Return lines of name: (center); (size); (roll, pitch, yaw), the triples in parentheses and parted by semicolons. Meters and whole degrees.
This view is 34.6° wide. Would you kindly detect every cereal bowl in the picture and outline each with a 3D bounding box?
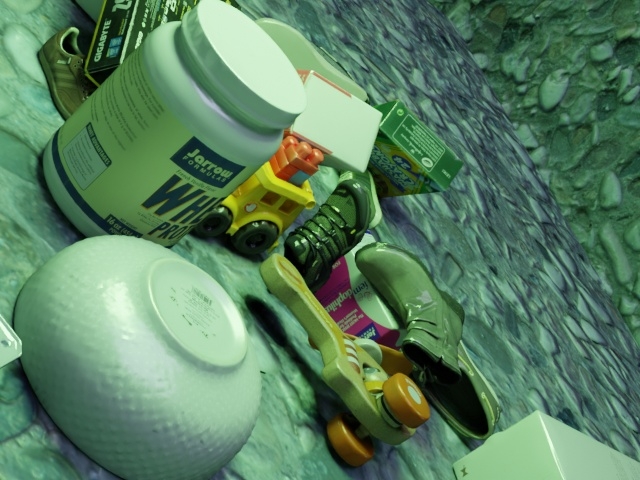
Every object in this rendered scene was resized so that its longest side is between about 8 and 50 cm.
cereal bowl: (-0.195, 0.125, 1.266); (0.339, 0.141, 0.339); (38, 27, -24)

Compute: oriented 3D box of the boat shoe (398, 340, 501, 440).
boat shoe: (0.222, 0.234, 1.875); (0.305, 0.109, 0.091); (51, 19, -8)

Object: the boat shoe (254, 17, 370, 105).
boat shoe: (-0.046, -0.399, 2.348); (0.340, 0.127, 0.158); (37, 12, -29)

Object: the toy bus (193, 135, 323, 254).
toy bus: (-0.110, -0.102, 1.660); (0.220, 0.211, 0.149); (23, 37, -44)

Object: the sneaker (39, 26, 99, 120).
sneaker: (-0.373, -0.247, 1.577); (0.066, 0.071, 0.188); (5, 49, -58)

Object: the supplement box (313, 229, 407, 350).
supplement box: (0.068, 0.095, 1.805); (0.114, 0.111, 0.220); (10, 45, -55)

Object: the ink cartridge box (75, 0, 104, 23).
ink cartridge box: (-0.365, -0.485, 1.874); (0.289, 0.121, 0.211); (47, 25, -8)

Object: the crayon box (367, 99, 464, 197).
crayon box: (0.138, -0.189, 2.228); (0.203, 0.083, 0.323); (41, -16, -19)

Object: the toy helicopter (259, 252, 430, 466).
toy helicopter: (0.033, 0.164, 1.613); (0.355, 0.140, 0.235); (52, 17, 2)

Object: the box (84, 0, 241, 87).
box: (-0.249, -0.335, 1.693); (0.257, 0.079, 0.322); (47, 44, -51)

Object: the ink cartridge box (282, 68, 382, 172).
ink cartridge box: (-0.069, -0.219, 1.817); (0.283, 0.117, 0.207); (13, -7, 43)

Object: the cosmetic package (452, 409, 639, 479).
cosmetic package: (0.430, 0.453, 1.815); (0.366, 0.197, 0.155); (27, 33, -39)

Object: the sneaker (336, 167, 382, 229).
sneaker: (0.068, -0.113, 2.163); (0.086, 0.064, 0.192); (28, 32, -42)

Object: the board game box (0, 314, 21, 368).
board game box: (-0.517, 0.029, 0.951); (0.390, 0.050, 0.390); (51, 23, 1)

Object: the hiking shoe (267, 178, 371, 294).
hiking shoe: (0.000, 0.000, 1.685); (0.086, 0.227, 0.114); (38, 20, 23)

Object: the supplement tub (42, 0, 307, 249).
supplement tub: (-0.201, -0.151, 1.426); (0.235, 0.325, 0.235); (39, 26, -24)

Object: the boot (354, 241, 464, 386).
boot: (0.152, 0.120, 1.690); (0.246, 0.083, 0.161); (39, 34, -19)
